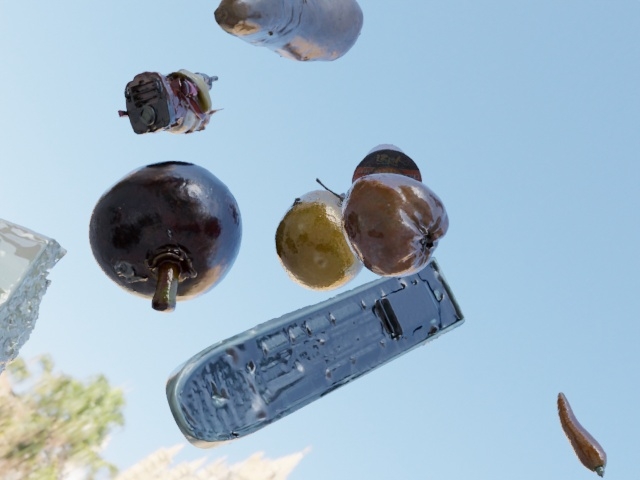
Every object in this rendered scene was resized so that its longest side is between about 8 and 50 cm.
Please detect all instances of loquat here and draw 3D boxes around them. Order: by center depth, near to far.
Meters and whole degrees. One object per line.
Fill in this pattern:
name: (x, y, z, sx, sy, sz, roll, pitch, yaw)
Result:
loquat: (0.000, 0.000, 1.174, 0.141, 0.141, 0.141, 34, -41, 36)

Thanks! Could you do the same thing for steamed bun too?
steamed bun: (-0.432, 0.076, 1.045, 0.200, 0.225, 0.170, 26, -50, 5)

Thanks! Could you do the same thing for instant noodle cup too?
instant noodle cup: (0.122, -0.121, 1.540, 0.136, 0.127, 0.127, -79, 152, -71)

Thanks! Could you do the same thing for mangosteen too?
mangosteen: (-0.232, 0.007, 1.276, 0.261, 0.235, 0.236, -104, -168, -51)

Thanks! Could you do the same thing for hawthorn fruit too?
hawthorn fruit: (0.032, -0.015, 0.540, 0.103, 0.066, 0.067, 21, -50, 42)

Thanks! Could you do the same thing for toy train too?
toy train: (-0.006, 0.108, 0.819, 0.088, 0.407, 0.087, -32, -100, 40)

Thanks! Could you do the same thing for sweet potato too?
sweet potato: (-0.042, -0.233, 0.870, 0.097, 0.291, 0.098, 5, -78, 26)

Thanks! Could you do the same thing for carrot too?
carrot: (0.335, 0.252, 1.092, 0.142, 0.035, 0.035, -110, -168, -56)

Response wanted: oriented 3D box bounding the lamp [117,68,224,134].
lamp: (-0.242, -0.239, 1.462, 0.118, 0.253, 0.119, 3, -81, 18)
